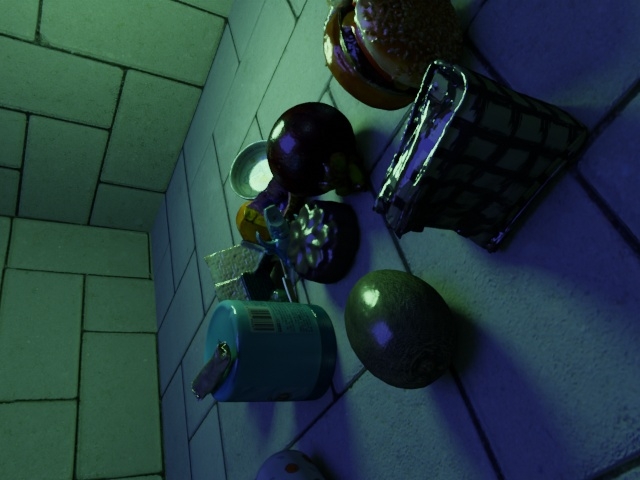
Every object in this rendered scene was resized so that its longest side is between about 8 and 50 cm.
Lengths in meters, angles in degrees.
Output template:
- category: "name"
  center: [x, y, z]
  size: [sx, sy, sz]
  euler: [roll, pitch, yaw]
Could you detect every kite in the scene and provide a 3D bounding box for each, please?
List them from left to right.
- category: "kite"
  center: [-0.109, -0.089, 2.046]
  size: [0.232, 0.009, 0.189]
  euler: [-64, 35, 30]

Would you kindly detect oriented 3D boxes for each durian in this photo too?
- category: "durian"
  center: [-0.137, -0.188, 1.989]
  size: [0.186, 0.154, 0.260]
  euler: [-53, 8, -31]

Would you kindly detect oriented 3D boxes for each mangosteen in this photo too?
- category: "mangosteen"
  center: [0.001, -0.279, 1.644]
  size: [0.359, 0.306, 0.306]
  euler: [21, 104, 28]

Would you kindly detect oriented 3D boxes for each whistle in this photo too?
- category: "whistle"
  center: [-0.138, -0.005, 1.926]
  size: [0.269, 0.180, 0.093]
  euler: [66, 164, -13]

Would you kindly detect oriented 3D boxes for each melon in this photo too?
- category: "melon"
  center: [0.182, 0.200, 1.231]
  size: [0.329, 0.248, 0.249]
  euler: [52, 128, 56]

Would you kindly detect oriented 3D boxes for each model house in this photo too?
- category: "model house"
  center: [-0.264, 0.152, 2.042]
  size: [0.284, 0.243, 0.298]
  euler: [-24, 79, 9]

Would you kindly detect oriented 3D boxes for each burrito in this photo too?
- category: "burrito"
  center: [-0.330, 0.396, 1.577]
  size: [0.275, 0.059, 0.082]
  euler: [-56, 46, 38]

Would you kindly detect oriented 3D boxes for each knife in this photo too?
- category: "knife"
  center: [-0.129, 0.151, 1.950]
  size: [0.022, 0.046, 0.256]
  euler: [-27, 69, 24]

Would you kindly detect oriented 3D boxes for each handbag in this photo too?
- category: "handbag"
  center: [0.299, -0.146, 1.020]
  size: [0.327, 0.325, 0.162]
  euler: [-64, 32, 29]

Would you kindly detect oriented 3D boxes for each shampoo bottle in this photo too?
- category: "shampoo bottle"
  center: [-0.176, 0.365, 1.717]
  size: [0.331, 0.342, 0.331]
  euler: [-23, 63, 56]

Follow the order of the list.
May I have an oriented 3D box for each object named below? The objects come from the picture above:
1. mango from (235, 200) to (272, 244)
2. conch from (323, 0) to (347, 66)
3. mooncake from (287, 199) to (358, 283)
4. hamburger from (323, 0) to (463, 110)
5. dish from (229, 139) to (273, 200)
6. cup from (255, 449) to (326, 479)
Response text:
- category: "mango"
  center: [-0.276, -0.059, 2.185]
  size: [0.138, 0.187, 0.257]
  euler: [-59, 7, -29]
- category: "conch"
  center: [0.132, -0.682, 1.591]
  size: [0.297, 0.210, 0.352]
  euler: [-115, 23, -43]
- category: "mooncake"
  center: [0.000, 0.000, 1.706]
  size: [0.283, 0.141, 0.283]
  euler: [-17, 70, 56]
- category: "hamburger"
  center: [0.192, -0.512, 1.306]
  size: [0.250, 0.330, 0.330]
  euler: [146, 126, -59]
- category: "dish"
  center: [-0.238, -0.279, 2.206]
  size: [0.273, 0.134, 0.273]
  euler: [-10, 68, 25]
- category: "cup"
  center: [-0.062, 0.788, 1.553]
  size: [0.317, 0.212, 0.212]
  euler: [30, 110, 61]
